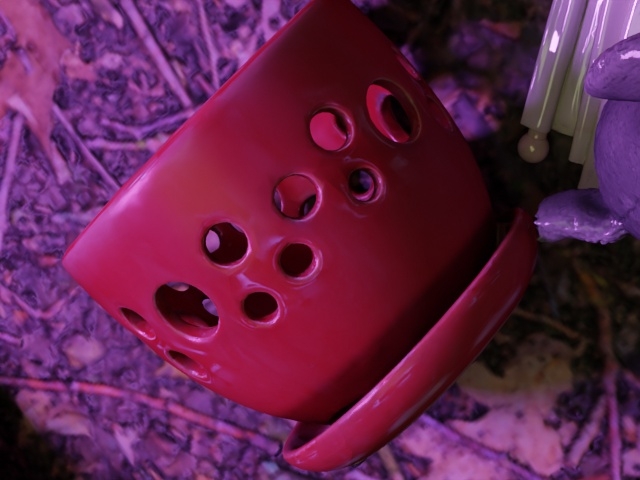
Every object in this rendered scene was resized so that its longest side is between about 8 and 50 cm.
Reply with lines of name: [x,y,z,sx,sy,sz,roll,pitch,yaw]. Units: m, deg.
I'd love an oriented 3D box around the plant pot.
plant pot: [0.000,0.000,0.847,0.174,0.191,0.191,42,117,-3]

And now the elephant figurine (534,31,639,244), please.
elephant figurine: [0.188,-0.054,0.687,0.169,0.239,0.186,18,98,7]

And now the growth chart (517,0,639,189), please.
growth chart: [0.210,-0.065,0.832,0.237,0.021,0.172,28,114,12]
